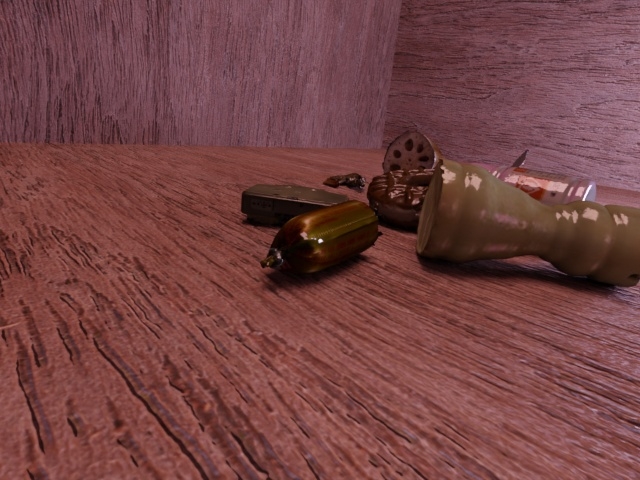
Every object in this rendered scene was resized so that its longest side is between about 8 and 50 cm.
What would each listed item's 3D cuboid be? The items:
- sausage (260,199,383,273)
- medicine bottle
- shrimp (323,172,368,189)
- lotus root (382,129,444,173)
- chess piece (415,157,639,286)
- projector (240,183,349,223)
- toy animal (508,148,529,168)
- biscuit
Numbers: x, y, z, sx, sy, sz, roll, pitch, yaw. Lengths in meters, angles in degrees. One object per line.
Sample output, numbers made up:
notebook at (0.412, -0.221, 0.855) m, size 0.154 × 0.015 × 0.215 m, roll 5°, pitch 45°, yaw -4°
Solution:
sausage at (0.002, 0.000, 0.791) m, size 0.125 × 0.117 × 0.317 m, roll -1°, pitch 13°, yaw 34°
medicine bottle at (0.543, -0.095, 1.127) m, size 0.315 × 0.202 × 0.202 m, roll 21°, pitch 23°, yaw 38°
shrimp at (0.101, -0.251, 1.735) m, size 0.173 × 0.058 × 0.253 m, roll -5°, pitch 16°, yaw -8°
lotus root at (0.420, -0.325, 1.772) m, size 0.192 × 0.272 × 0.272 m, roll 4°, pitch 14°, yaw -41°
chess piece at (0.446, -0.026, 0.883) m, size 0.442 × 0.234 × 0.234 m, roll 13°, pitch 18°, yaw 6°
projector at (-0.062, -0.093, 1.109) m, size 0.269 × 0.088 × 0.193 m, roll 8°, pitch 16°, yaw 5°
toy animal at (0.785, -0.259, 1.871) m, size 0.302 × 0.225 × 0.284 m, roll -20°, pitch 10°, yaw -32°
biscuit at (0.287, -0.145, 1.279) m, size 0.268 × 0.115 × 0.366 m, roll 17°, pitch 31°, yaw 42°
